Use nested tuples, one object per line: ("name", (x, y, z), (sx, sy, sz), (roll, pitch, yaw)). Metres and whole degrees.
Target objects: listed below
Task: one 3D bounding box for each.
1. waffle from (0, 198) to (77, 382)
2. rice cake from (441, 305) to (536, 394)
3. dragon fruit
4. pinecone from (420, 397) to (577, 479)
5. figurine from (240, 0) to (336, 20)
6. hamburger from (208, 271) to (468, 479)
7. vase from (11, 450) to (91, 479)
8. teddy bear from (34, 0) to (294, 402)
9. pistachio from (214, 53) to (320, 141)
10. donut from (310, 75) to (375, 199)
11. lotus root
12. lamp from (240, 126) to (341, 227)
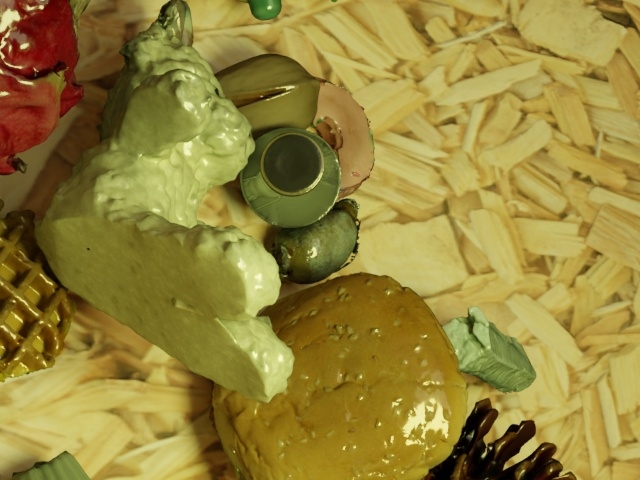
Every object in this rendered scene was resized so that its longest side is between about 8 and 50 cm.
("waffle", (-0.359, 0.071, 1.538), (0.253, 0.056, 0.249), (12, 69, -39))
("rice cake", (0.215, 0.145, 1.878), (0.066, 0.063, 0.336), (66, 10, 17))
("dragon fruit", (-0.386, -0.193, 1.435), (0.329, 0.329, 0.329), (13, 68, -36))
("pinecone", (0.192, 0.322, 1.792), (0.264, 0.264, 0.264), (13, 68, -36))
("figurine", (-0.024, -0.409, 1.921), (0.222, 0.124, 0.324), (55, 46, -12))
("hamburger", (0.018, 0.174, 1.678), (0.283, 0.144, 0.259), (-31, 74, 1))
("vase", (-0.237, 0.338, 1.516), (0.128, 0.128, 0.248), (-19, 81, -41))
("teddy bear", (-0.113, -0.072, 1.593), (0.362, 0.375, 0.327), (-49, 146, -34))
("pistachio", (-0.075, -0.170, 1.808), (0.149, 0.113, 0.113), (-19, 88, -18))
("donut", (0.013, -0.135, 1.901), (0.117, 0.065, 0.166), (-20, 90, -40))
("lotus root", (0.002, 0.002, 1.835), (0.165, 0.088, 0.088), (-35, 99, -47))
("lamp", (-0.034, -0.075, 1.743), (0.121, 0.214, 0.121), (0, 87, -4))
